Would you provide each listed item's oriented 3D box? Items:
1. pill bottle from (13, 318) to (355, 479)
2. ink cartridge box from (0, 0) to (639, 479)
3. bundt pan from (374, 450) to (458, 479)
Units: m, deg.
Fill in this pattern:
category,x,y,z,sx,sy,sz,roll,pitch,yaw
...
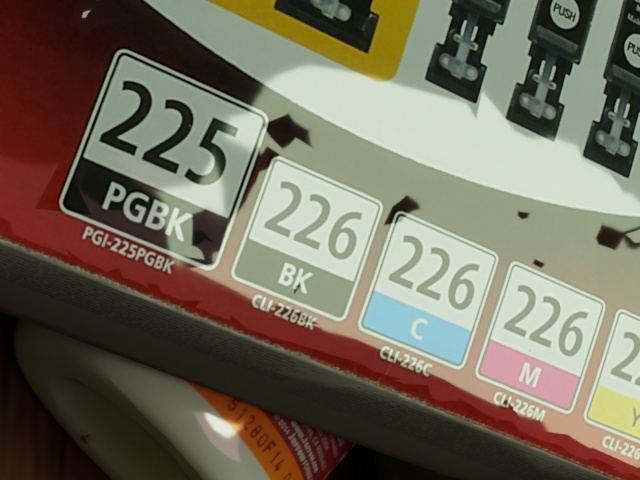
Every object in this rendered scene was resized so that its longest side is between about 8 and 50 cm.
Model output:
category,x,y,z,sx,sy,sz,roll,pitch,yaw
pill bottle,0.000,0.000,0.566,0.221,0.121,0.121,-47,129,-24
ink cartridge box,-0.013,-0.101,0.427,0.309,0.130,0.272,22,76,-21
bundt pan,0.149,0.097,0.734,0.331,0.124,0.331,-13,109,-42
